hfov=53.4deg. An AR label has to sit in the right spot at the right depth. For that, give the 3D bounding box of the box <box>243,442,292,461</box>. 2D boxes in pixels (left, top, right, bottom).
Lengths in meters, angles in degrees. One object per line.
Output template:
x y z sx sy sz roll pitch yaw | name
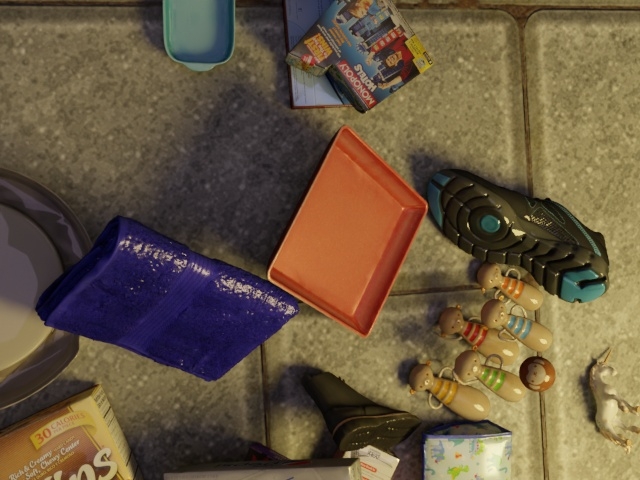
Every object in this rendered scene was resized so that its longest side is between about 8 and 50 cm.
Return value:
-0.079 0.501 1.005 0.201 0.057 0.293 23 85 13 | box

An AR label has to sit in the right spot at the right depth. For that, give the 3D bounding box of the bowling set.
0.285 0.165 1.043 0.154 0.200 0.287 29 81 -8 | bowling set

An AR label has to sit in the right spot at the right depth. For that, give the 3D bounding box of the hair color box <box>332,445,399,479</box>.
0.052 0.416 1.067 0.093 0.053 0.167 28 86 -7 | hair color box

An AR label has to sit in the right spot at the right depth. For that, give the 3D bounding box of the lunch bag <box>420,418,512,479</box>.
0.240 0.380 1.080 0.151 0.096 0.129 -1 90 -20 | lunch bag

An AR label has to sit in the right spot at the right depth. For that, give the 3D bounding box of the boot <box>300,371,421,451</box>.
0.071 0.273 1.065 0.198 0.137 0.077 18 113 -46 | boot

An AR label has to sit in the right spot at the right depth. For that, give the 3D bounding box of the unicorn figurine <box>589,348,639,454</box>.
0.520 0.291 1.137 0.060 0.111 0.162 2 104 -20 | unicorn figurine

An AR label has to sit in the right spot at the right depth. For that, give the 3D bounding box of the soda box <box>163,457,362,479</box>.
-0.083 0.379 0.947 0.286 0.098 0.091 -6 78 11 | soda box

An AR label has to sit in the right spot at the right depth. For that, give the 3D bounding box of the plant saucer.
0.042 -0.008 1.009 0.258 0.047 0.259 36 75 -41 | plant saucer

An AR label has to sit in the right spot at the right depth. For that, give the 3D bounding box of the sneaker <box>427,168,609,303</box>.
0.340 -0.025 1.104 0.341 0.125 0.140 33 46 1 | sneaker

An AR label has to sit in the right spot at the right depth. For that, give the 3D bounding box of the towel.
-0.210 0.102 0.900 0.308 0.076 0.227 27 129 -36 | towel

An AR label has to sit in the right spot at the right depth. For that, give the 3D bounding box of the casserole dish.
-0.197 -0.365 1.033 0.114 0.037 0.188 -1 91 -11 | casserole dish

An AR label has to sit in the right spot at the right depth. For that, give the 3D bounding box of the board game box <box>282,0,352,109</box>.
0.011 -0.366 1.075 0.145 0.027 0.281 -4 90 -9 | board game box

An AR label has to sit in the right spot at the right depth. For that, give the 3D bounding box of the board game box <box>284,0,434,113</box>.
0.049 -0.309 1.038 0.194 0.060 0.194 -36 96 -8 | board game box

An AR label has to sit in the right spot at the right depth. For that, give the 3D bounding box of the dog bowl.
-0.500 0.066 0.905 0.348 0.102 0.349 -1 91 -25 | dog bowl

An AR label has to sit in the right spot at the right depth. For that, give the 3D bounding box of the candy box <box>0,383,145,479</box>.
-0.363 0.406 0.973 0.183 0.087 0.316 -24 95 -10 | candy box
